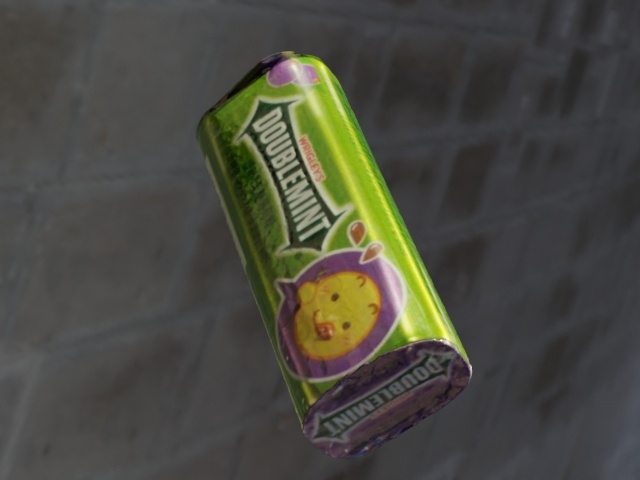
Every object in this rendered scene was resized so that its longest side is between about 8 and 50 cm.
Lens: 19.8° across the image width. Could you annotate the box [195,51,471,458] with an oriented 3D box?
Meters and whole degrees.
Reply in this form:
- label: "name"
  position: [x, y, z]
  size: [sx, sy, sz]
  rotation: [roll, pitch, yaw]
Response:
- label: "box"
  position: [0.000, 0.000, 1.440]
  size: [0.134, 0.346, 0.097]
  rotation: [-34, 135, 13]
